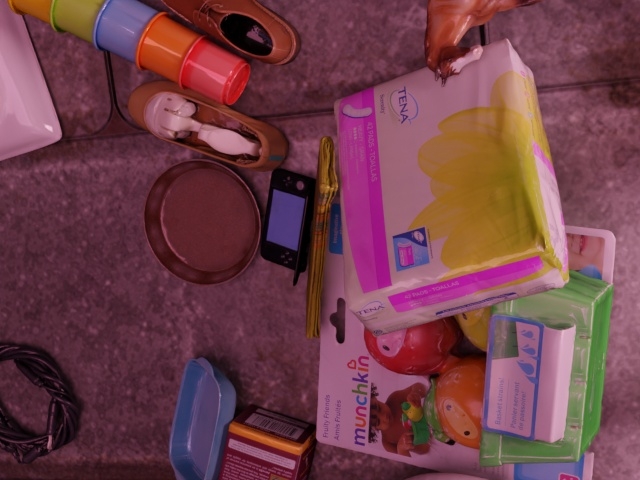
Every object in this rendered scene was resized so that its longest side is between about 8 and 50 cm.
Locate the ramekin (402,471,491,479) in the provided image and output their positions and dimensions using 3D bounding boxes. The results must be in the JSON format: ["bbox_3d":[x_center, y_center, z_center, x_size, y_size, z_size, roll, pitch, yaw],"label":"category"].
[{"bbox_3d":[0.169,0.404,1.184,0.277,0.135,0.277,14,132,16],"label":"ramekin"}]

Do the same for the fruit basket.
[{"bbox_3d":[0.152,0.127,1.167,0.353,0.165,0.327,8,103,20],"label":"fruit basket"}]

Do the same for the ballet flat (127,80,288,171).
[{"bbox_3d":[-0.153,-0.148,1.259,0.232,0.073,0.080,19,105,14],"label":"ballet flat"}]

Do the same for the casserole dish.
[{"bbox_3d":[-0.156,0.246,1.335,0.114,0.037,0.188,32,113,52],"label":"casserole dish"}]

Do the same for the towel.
[{"bbox_3d":[0.000,0.000,1.180,0.021,0.102,0.237,4,130,-2],"label":"towel"}]

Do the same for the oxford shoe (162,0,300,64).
[{"bbox_3d":[-0.126,-0.285,1.223,0.212,0.076,0.076,30,110,12],"label":"oxford shoe"}]

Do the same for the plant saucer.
[{"bbox_3d":[-0.152,-0.025,1.308,0.168,0.029,0.169,4,101,18],"label":"plant saucer"}]

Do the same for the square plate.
[{"bbox_3d":[-0.560,-0.254,1.388,0.347,0.049,0.344,-16,95,21],"label":"square plate"}]

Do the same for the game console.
[{"bbox_3d":[-0.044,-0.019,1.236,0.107,0.071,0.122,19,107,33],"label":"game console"}]

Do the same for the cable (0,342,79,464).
[{"bbox_3d":[-0.434,0.228,1.443,0.150,0.047,0.184,-29,90,21],"label":"cable"}]

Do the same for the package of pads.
[{"bbox_3d":[0.138,-0.063,1.085,0.229,0.101,0.297,-17,54,20],"label":"package of pads"}]

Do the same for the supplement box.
[{"bbox_3d":[-0.077,0.329,1.325,0.104,0.081,0.188,16,105,14],"label":"supplement box"}]

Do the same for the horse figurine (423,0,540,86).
[{"bbox_3d":[0.156,-0.320,1.108,0.174,0.066,0.263,-30,74,21],"label":"horse figurine"}]

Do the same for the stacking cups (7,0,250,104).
[{"bbox_3d":[-0.239,-0.266,1.251,0.316,0.096,0.096,27,108,12],"label":"stacking cups"}]
